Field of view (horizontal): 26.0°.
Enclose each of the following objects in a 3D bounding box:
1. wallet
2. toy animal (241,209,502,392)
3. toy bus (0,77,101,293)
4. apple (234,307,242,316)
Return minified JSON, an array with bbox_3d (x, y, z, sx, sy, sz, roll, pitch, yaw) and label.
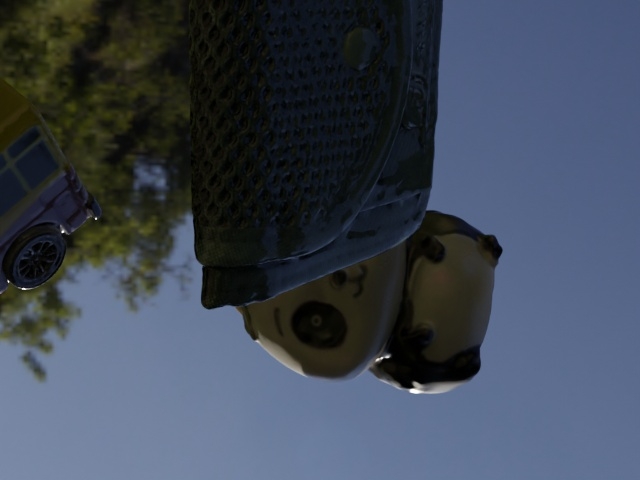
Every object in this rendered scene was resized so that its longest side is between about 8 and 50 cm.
[{"bbox_3d":[0.006,-0.136,0.947,0.075,0.237,0.342,16,-68,38],"label":"wallet"},{"bbox_3d":[0.038,0.046,1.312,0.165,0.235,0.187,-4,-106,60],"label":"toy animal"},{"bbox_3d":[-0.486,0.006,1.489,0.209,0.440,0.249,38,-19,30],"label":"toy bus"},{"bbox_3d":[0.000,0.000,1.530,0.237,0.207,0.236,4,-82,33],"label":"apple"}]
